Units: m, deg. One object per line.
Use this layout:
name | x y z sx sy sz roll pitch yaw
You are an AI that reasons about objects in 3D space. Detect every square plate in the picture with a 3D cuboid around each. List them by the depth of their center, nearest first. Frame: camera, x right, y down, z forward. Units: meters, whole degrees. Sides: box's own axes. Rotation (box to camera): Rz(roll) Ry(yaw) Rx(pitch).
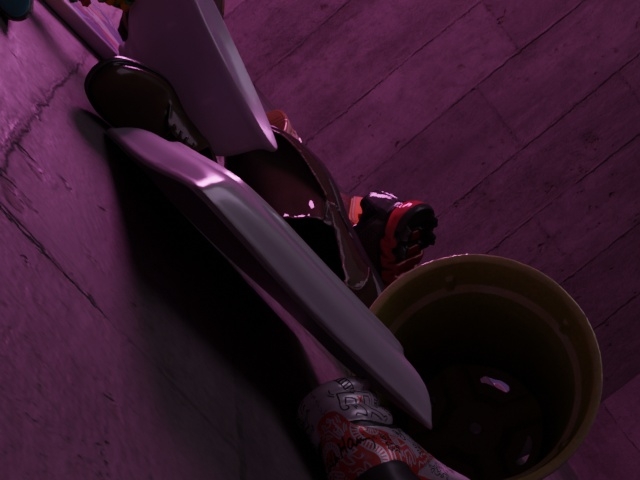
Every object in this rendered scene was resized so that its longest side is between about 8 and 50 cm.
square plate | -0.052 0.018 1.124 0.344 0.049 0.347 46 -7 -26

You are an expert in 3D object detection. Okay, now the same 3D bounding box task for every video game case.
video game case | -0.340 -0.324 1.536 0.201 0.023 0.183 46 8 -40

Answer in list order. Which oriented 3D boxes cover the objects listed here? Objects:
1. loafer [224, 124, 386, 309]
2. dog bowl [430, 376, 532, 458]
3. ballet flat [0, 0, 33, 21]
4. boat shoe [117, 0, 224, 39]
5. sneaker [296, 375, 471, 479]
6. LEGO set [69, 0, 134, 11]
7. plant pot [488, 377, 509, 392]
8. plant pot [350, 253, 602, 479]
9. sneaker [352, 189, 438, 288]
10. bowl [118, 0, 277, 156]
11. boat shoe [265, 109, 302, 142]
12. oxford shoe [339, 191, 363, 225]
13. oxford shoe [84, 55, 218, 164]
loafer | -0.029 -0.034 1.570 0.366 0.133 0.130 54 8 23
dog bowl | 0.275 0.281 2.093 0.349 0.102 0.349 50 7 -8
ballet flat | -0.335 -0.269 1.189 0.114 0.041 0.041 55 7 26
boat shoe | -0.266 -0.383 1.806 0.355 0.130 0.132 -168 -102 -65
sneaker | 0.070 0.211 1.071 0.145 0.090 0.270 58 11 30
LEGO set | -0.335 -0.350 1.307 0.287 0.132 0.107 54 11 -39
plant pot | 0.471 0.330 2.469 0.293 0.293 0.235 49 22 -16
plant pot | 0.183 0.193 1.316 0.276 0.276 0.254 54 -9 25
sneaker | 0.088 0.042 1.661 0.097 0.276 0.135 -21 43 -39
bowl | -0.179 -0.227 1.477 0.298 0.134 0.298 -24 90 -86
boat shoe | -0.079 -0.152 2.119 0.089 0.104 0.285 52 15 -35
oxford shoe | 0.000 0.000 1.838 0.132 0.130 0.364 18 15 0
oxford shoe | -0.176 -0.125 1.245 0.096 0.083 0.227 50 4 41
